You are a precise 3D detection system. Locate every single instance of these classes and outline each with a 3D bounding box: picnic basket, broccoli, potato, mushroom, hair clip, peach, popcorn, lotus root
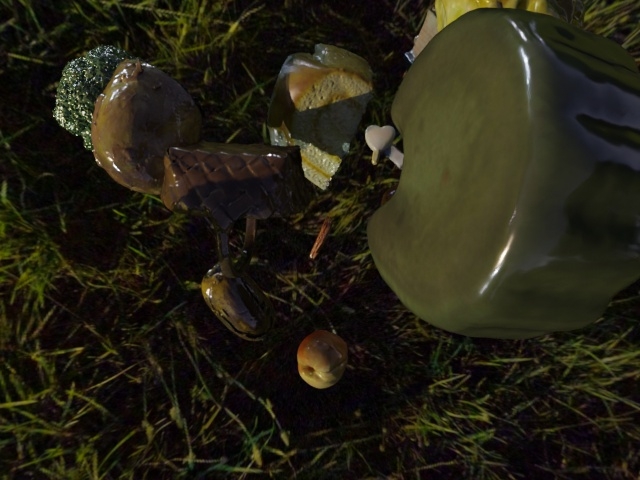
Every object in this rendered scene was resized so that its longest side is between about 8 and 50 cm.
[{"bbox_3d":[-0.192,-0.067,0.994,0.337,0.293,0.338,1,108,4],"label":"picnic basket"},{"bbox_3d":[-0.641,-0.437,1.324,0.413,0.321,0.310,26,104,-2],"label":"broccoli"},{"bbox_3d":[-0.456,-0.257,1.055,0.288,0.301,0.237,31,54,-3],"label":"potato"},{"bbox_3d":[0.222,-0.094,1.094,0.127,0.087,0.127,3,103,14],"label":"mushroom"},{"bbox_3d":[0.255,-0.370,1.686,0.159,0.071,0.218,-42,79,-4],"label":"hair clip"},{"bbox_3d":[0.007,0.386,1.391,0.184,0.184,0.184,1,78,-4],"label":"peach"},{"bbox_3d":[0.341,-0.367,0.737,0.250,0.235,0.242,-13,119,0],"label":"popcorn"},{"bbox_3d":[-0.303,0.246,1.617,0.195,0.179,0.398,-38,119,-6],"label":"lotus root"}]

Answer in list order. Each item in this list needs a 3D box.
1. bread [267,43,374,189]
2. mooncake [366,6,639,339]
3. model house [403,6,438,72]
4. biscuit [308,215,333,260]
[{"bbox_3d":[-0.029,-0.365,1.242,0.263,0.395,0.239,15,40,-16],"label":"bread"},{"bbox_3d":[0.196,-0.066,0.476,0.187,0.351,0.352,10,77,-17],"label":"mooncake"},{"bbox_3d":[0.356,-0.418,1.135,0.243,0.284,0.299,2,48,-32],"label":"model house"},{"bbox_3d":[0.001,0.000,1.567,0.036,0.192,0.186,25,98,-1],"label":"biscuit"}]
